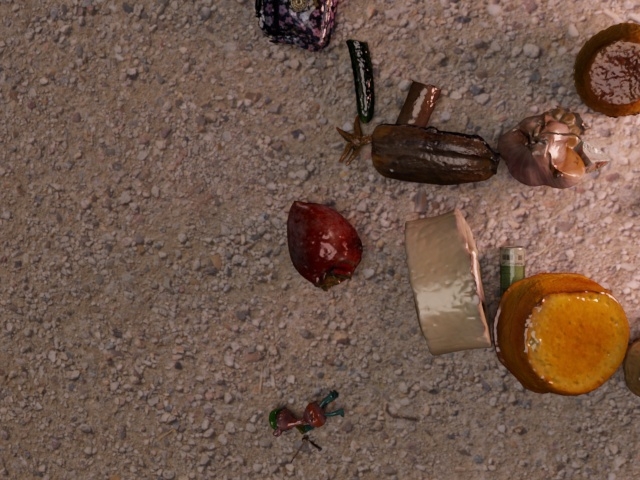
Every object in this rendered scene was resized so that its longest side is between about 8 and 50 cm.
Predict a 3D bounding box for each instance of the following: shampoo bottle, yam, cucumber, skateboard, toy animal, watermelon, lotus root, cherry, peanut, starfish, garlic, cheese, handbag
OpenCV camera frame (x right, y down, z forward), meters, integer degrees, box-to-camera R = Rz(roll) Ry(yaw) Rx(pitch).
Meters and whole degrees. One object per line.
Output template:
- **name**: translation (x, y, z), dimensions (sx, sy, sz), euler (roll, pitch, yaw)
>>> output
- **shampoo bottle**: translation (0.478, 0.117, 1.660), dimensions (0.065, 0.065, 0.205), euler (0, 96, 15)
- **yam**: translation (0.243, -0.329, 1.670), dimensions (0.084, 0.084, 0.127), euler (23, 103, 12)
- **cucumber**: translation (0.108, -0.405, 1.711), dimensions (0.058, 0.052, 0.215), euler (-7, 94, 6)
- **skateboard**: translation (-0.044, 0.593, 1.874), dimensions (0.064, 0.032, 0.083), euler (36, 101, -2)
- **toy animal**: translation (-0.035, 0.482, 1.837), dimensions (0.208, 0.100, 0.103), euler (-26, 128, 14)
- **watermelon**: translation (0.633, -0.197, 1.584), dimensions (0.085, 0.061, 0.085), euler (3, 105, 9)
- **lotus root**: translation (0.267, -0.190, 1.632), dimensions (0.329, 0.078, 0.167), euler (9, 135, 26)
- **cherry**: translation (0.000, 0.000, 1.720), dimensions (0.175, 0.192, 0.250), euler (-31, 79, -19)
- **peanut**: translation (0.783, 0.256, 1.568), dimensions (0.120, 0.110, 0.237), euler (22, 100, 35)
- **starfish**: translation (0.103, -0.263, 1.734), dimensions (0.130, 0.041, 0.133), euler (-3, 95, 14)
- **garlic**: translation (0.538, -0.235, 1.535), dimensions (0.207, 0.257, 0.207), euler (4, 71, -13)
- **cheese**: translation (0.303, 0.100, 1.597), dimensions (0.153, 0.292, 0.332), euler (-11, 81, 16)
- **handbag**: translation (-0.060, -0.606, 1.699), dimensions (0.207, 0.127, 0.229), euler (14, 108, 13)

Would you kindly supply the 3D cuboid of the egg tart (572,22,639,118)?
- **egg tart**: translation (0.671, -0.374, 1.501), dimensions (0.215, 0.171, 0.215), euler (9, 111, 24)

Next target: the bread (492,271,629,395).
- **bread**: translation (0.560, 0.222, 1.568), dimensions (0.312, 0.172, 0.312), euler (0, 92, -5)
